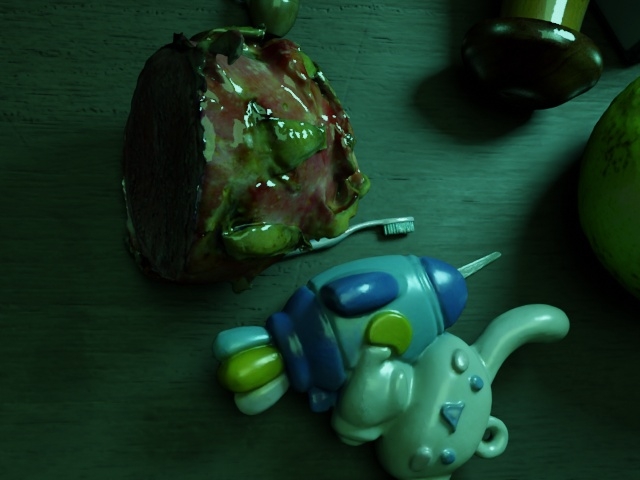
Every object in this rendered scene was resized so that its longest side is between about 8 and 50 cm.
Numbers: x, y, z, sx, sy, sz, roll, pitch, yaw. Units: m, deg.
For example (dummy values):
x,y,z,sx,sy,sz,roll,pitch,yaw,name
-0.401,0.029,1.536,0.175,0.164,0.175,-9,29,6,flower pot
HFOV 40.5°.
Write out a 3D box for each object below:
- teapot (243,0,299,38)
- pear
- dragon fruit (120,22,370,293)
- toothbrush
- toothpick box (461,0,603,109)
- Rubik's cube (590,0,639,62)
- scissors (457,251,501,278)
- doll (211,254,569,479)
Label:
x,y,z,sx,sy,sz,roll,pitch,yaw,name
-0.080,-0.325,1.202,0.110,0.085,0.080,14,95,20,teapot
0.520,-0.078,1.101,0.390,0.391,0.391,3,74,-12,pear
-0.065,-0.088,1.020,0.262,0.314,0.296,-1,83,-30,dragon fruit
0.000,0.000,1.138,0.269,0.021,0.027,-11,72,-15,toothbrush
0.307,-0.329,1.200,0.192,0.192,0.295,15,80,-9,toothpick box
0.560,-0.498,1.253,0.313,0.318,0.316,-25,83,-18,Rubik's cube
0.167,0.056,1.167,0.189,0.015,0.100,-26,83,-21,scissors
0.081,0.146,1.028,0.365,0.187,0.376,39,55,-7,doll
